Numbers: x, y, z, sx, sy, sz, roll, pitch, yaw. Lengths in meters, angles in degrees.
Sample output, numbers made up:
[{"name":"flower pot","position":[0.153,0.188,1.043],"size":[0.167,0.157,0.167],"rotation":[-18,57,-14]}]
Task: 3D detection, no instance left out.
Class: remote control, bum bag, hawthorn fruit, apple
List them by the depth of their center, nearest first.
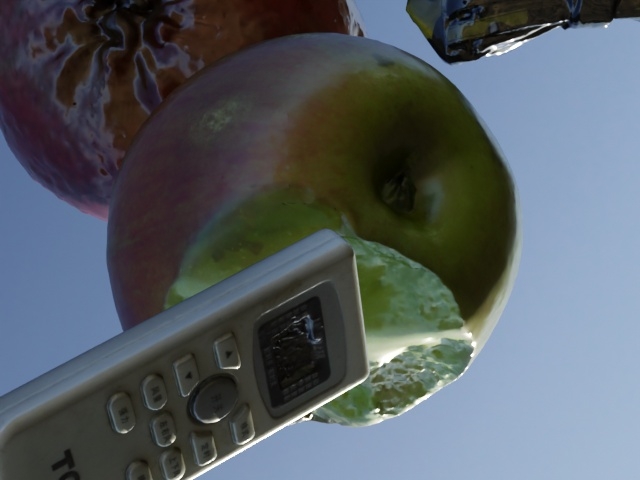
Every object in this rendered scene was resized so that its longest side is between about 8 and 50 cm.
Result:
[{"name":"remote control","position":[-0.062,0.069,0.703],"size":[0.190,0.029,0.087],"rotation":[-27,-48,-23]},{"name":"apple","position":[0.000,0.000,0.949],"size":[0.246,0.226,0.246],"rotation":[11,-107,-40]},{"name":"bum bag","position":[0.173,-0.179,1.082],"size":[0.060,0.232,0.107],"rotation":[63,-158,-70]},{"name":"hawthorn fruit","position":[-0.098,-0.125,1.236],"size":[0.330,0.287,0.287],"rotation":[40,-122,-70]}]
